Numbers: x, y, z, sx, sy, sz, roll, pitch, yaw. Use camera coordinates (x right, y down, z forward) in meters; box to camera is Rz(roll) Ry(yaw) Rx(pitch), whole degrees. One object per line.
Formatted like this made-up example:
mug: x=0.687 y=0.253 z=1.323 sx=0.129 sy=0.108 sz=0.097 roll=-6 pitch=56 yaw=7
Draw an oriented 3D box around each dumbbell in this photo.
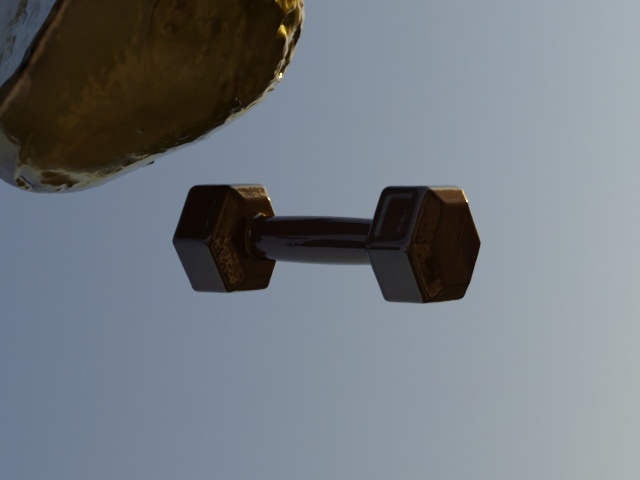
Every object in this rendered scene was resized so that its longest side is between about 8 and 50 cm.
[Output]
dumbbell: x=0.000 y=0.000 z=1.171 sx=0.082 sy=0.231 sz=0.092 roll=43 pitch=-122 yaw=-47

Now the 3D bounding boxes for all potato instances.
potato: x=-0.138 y=-0.140 z=1.181 sx=0.299 sy=0.196 sz=0.246 roll=-46 pitch=27 yaw=29
